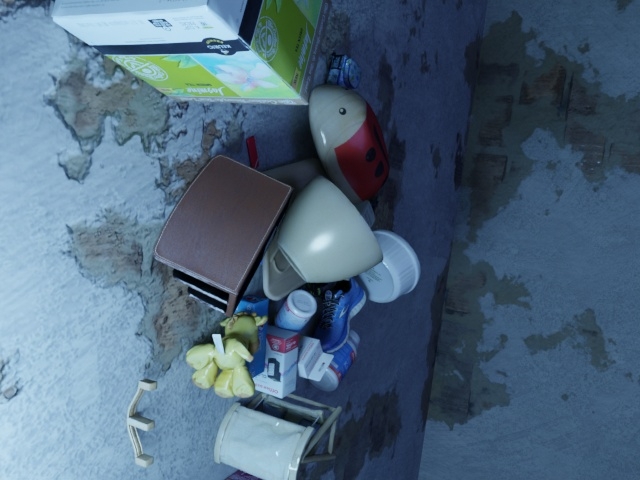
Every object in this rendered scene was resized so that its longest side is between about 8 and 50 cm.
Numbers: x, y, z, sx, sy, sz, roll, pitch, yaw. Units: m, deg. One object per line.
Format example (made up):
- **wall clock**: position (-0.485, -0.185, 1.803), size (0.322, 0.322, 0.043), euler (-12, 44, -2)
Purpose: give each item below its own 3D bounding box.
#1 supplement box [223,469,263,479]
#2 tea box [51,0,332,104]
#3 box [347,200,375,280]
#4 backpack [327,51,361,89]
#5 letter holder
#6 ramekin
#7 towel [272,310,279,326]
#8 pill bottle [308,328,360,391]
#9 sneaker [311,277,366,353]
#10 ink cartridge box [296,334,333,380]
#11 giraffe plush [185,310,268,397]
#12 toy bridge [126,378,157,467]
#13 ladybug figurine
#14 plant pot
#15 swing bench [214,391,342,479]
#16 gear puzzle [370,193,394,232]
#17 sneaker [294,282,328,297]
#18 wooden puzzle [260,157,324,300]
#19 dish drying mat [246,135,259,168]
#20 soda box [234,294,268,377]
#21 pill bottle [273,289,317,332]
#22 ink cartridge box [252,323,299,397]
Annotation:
- **supplement box**: position (-0.214, 0.714, 1.586), size (0.188, 0.081, 0.104), euler (-4, 103, -62)
- **tea box**: position (-0.205, -0.402, 0.976), size (0.323, 0.329, 0.219), euler (24, 77, -61)
- **box**: position (0.093, -0.007, 1.926), size (0.275, 0.094, 0.113), euler (-65, 149, -27)
- **backpack**: position (0.073, -0.508, 1.739), size (0.105, 0.084, 0.114), euler (28, 77, -59)
- **letter holder**: position (-0.227, -0.018, 1.286), size (0.152, 0.215, 0.301), euler (117, -1, -62)
- **ramekin**: position (0.216, 0.104, 2.032), size (0.127, 0.273, 0.272), euler (-35, 130, -38)
- **towel**: position (-0.119, 0.238, 1.691), size (0.083, 0.009, 0.060), euler (-24, 120, -58)
- **pill bottle**: position (0.052, 0.406, 1.948), size (0.221, 0.124, 0.124), euler (-49, 139, -45)
- **sneaker**: position (0.038, 0.243, 1.902), size (0.147, 0.130, 0.330), euler (60, 42, -31)
- **ink cartridge box**: position (-0.065, 0.334, 1.638), size (0.104, 0.181, 0.061), euler (-55, 143, -41)
- **giraffe plush**: position (-0.211, 0.255, 1.366), size (0.170, 0.182, 0.210), euler (-60, 166, -55)
- **toy bridge**: position (-0.380, 0.384, 1.182), size (0.026, 0.063, 0.188), euler (-6, 102, -62)
- **ladybug figurine**: position (0.103, -0.292, 1.718), size (0.449, 0.162, 0.305), euler (54, 33, -53)
- **plant pot**: position (0.000, 0.000, 1.451), size (0.191, 0.284, 0.284), euler (-38, 140, -9)
- **swing bench**: position (-0.112, 0.532, 1.536), size (0.255, 0.253, 0.165), euler (-2, 100, -63)
- **gear puzzle**: position (0.248, -0.057, 2.273), size (0.339, 0.044, 0.175), euler (43, 59, -62)
- **sneaker**: position (-0.035, 0.151, 1.749), size (0.188, 0.078, 0.067), euler (-36, 129, -53)
- **wooden puzzle**: position (-0.089, -0.043, 1.597), size (0.322, 0.081, 0.347), euler (-29, 119, -57)
- **dish drying mat**: position (-0.173, -0.225, 1.442), size (0.032, 0.008, 0.083), euler (-44, 136, -47)
- **soda box**: position (-0.190, 0.257, 1.499), size (0.071, 0.067, 0.210), euler (-13, 110, -61)
- **pill bottle**: position (-0.078, 0.216, 1.595), size (0.087, 0.087, 0.160), euler (-48, 174, -46)
- **ink cartridge box**: position (-0.135, 0.335, 1.564), size (0.072, 0.128, 0.175), euler (-15, 111, -59)
